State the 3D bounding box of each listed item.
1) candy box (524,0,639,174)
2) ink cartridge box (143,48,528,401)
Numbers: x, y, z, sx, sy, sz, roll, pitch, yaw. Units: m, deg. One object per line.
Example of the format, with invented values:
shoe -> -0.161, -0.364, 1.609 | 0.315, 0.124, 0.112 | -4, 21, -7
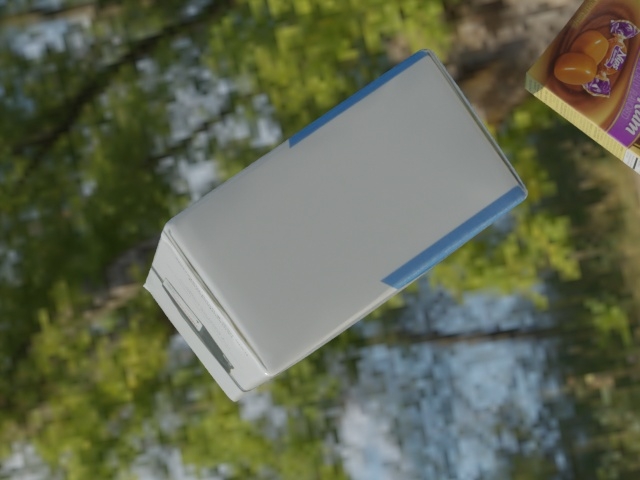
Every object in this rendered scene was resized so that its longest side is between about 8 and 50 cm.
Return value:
candy box -> 0.271, -0.115, 1.615 | 0.186, 0.109, 0.053 | 38, 174, 9
ink cartridge box -> 0.000, 0.000, 1.466 | 0.129, 0.223, 0.307 | 54, 170, 2
